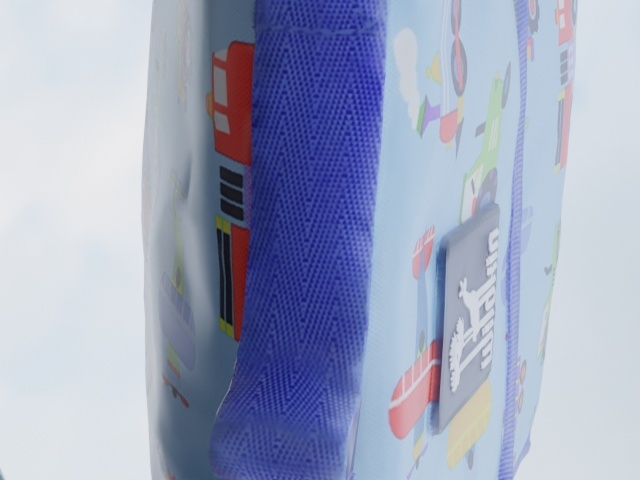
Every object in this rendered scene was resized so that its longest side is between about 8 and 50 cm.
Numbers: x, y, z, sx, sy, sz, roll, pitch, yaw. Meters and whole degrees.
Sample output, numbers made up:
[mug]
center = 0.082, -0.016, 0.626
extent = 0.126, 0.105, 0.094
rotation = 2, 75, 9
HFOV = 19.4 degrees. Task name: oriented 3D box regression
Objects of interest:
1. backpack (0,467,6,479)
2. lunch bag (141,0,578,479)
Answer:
[backpack]
center = -0.169, 0.077, 0.579
extent = 0.182, 0.152, 0.115
rotation = 64, -15, -6
[lunch bag]
center = 0.000, 0.000, 0.504
extent = 0.293, 0.138, 0.221
rotation = -68, 163, -74
